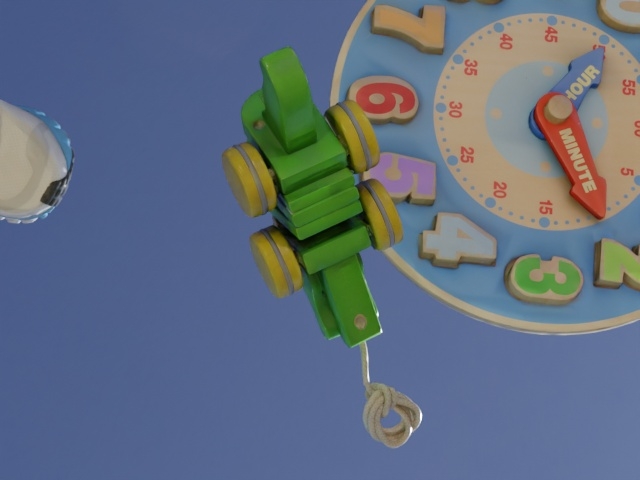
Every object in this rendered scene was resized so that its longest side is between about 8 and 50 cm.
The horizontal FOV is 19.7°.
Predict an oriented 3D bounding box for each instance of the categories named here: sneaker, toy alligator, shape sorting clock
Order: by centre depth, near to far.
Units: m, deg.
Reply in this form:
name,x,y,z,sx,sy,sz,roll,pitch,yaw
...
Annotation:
name,x,y,z,sx,sy,sz,roll,pitch,yaw
toy alligator,0.000,0.000,0.745,0.056,0.051,0.189,-24,-57,-11
shape sorting clock,0.107,-0.057,0.868,0.206,0.040,0.206,3,-108,-9
sneaker,-0.227,-0.074,1.088,0.191,0.083,0.071,33,-87,28
